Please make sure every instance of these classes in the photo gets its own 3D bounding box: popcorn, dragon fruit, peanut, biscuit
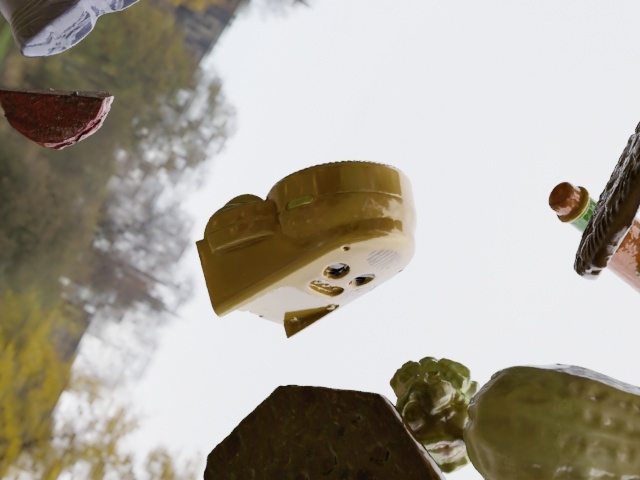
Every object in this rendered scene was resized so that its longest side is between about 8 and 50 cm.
[{"bbox_3d":[0.140,0.214,1.705,0.126,0.126,0.145,-52,151,-69],"label":"popcorn"},{"bbox_3d":[-0.346,-0.168,1.909,0.106,0.162,0.083,-34,124,-72],"label":"dragon fruit"},{"bbox_3d":[0.268,0.186,1.198,0.147,0.306,0.147,-170,-90,-82],"label":"peanut"},{"bbox_3d":[0.263,-0.053,1.197,0.187,0.027,0.188,-62,173,-13],"label":"biscuit"},{"bbox_3d":[-0.004,0.339,1.631,0.359,0.046,0.359,-9,-106,33],"label":"biscuit"}]

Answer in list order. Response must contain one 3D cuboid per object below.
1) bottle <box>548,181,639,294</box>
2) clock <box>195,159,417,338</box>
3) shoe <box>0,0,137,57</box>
[{"bbox_3d":[0.321,-0.003,1.533,0.069,0.187,0.069,-41,-151,30],"label":"bottle"},{"bbox_3d":[0.000,0.000,2.132,0.317,0.244,0.200,-23,-113,28],"label":"clock"},{"bbox_3d":[-0.277,-0.329,1.627,0.245,0.137,0.095,-37,168,0],"label":"shoe"}]
